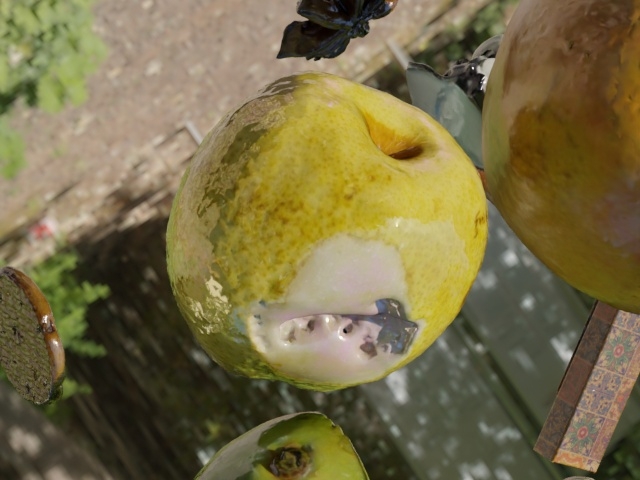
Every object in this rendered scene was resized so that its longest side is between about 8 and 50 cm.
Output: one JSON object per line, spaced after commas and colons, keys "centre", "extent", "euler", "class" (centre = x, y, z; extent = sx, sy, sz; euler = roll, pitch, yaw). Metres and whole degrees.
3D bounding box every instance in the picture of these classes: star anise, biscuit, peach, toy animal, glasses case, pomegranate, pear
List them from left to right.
{"centre": [-0.416, 0.134, 2.119], "extent": [0.036, 0.212, 0.212], "euler": [-19, 169, -32], "class": "biscuit"}
{"centre": [-0.040, 0.246, 1.224], "extent": [0.159, 0.190, 0.241], "euler": [-20, 178, -10], "class": "pomegranate"}
{"centre": [0.000, 0.000, 1.236], "extent": [0.271, 0.271, 0.271], "euler": [-35, 177, -2], "class": "pear"}
{"centre": [0.024, -0.236, 1.543], "extent": [0.168, 0.057, 0.168], "euler": [-40, 172, -6], "class": "star anise"}
{"centre": [0.210, -0.168, 1.720], "extent": [0.179, 0.166, 0.138], "euler": [-29, 177, -35], "class": "toy animal"}
{"centre": [0.312, 0.147, 1.683], "extent": [0.049, 0.075, 0.218], "euler": [29, -82, 54], "class": "glasses case"}
{"centre": [0.287, -0.103, 1.324], "extent": [0.290, 0.372, 0.372], "euler": [-42, 180, -18], "class": "peach"}

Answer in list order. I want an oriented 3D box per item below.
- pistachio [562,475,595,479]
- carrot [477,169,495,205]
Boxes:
{"centre": [0.308, 0.381, 1.817], "extent": [0.131, 0.129, 0.206], "euler": [-2, 118, -42], "class": "pistachio"}
{"centre": [0.244, -0.094, 2.267], "extent": [0.048, 0.139, 0.048], "euler": [-48, 174, -7], "class": "carrot"}
